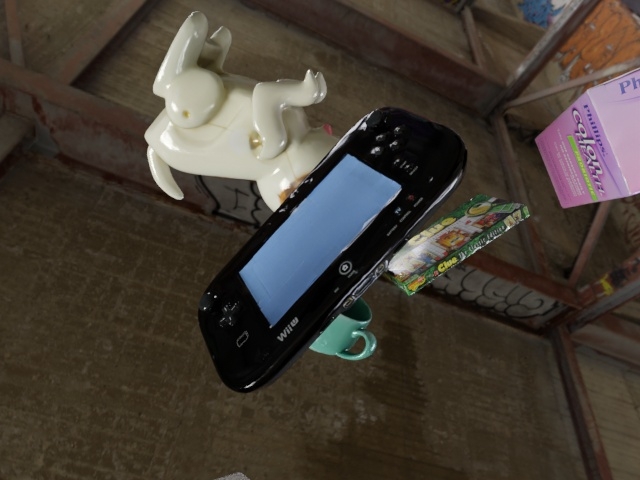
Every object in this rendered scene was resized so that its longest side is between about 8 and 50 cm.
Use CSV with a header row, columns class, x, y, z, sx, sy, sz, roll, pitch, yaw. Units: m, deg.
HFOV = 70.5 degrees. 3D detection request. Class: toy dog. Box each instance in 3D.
class,x,y,z,sx,sy,sz,roll,pitch,yaw
toy dog,-0.128,-0.195,0.928,0.408,0.395,0.284,32,-173,-8

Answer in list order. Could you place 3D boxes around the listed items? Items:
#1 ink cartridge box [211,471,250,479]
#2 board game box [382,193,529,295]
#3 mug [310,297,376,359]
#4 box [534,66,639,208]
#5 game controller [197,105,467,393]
class,x,y,z,sx,sy,sz,roll,pitch,yaw
ink cartridge box,-0.147,0.334,0.430,0.092,0.159,0.218,24,178,33
board game box,0.232,0.000,0.829,0.259,0.136,0.030,-32,-71,-8
mug,0.014,0.143,0.786,0.129,0.097,0.158,26,-162,-18
box,0.406,-0.134,0.534,0.243,0.213,0.117,1,-111,-76
game controller,0.000,0.000,0.455,0.067,0.319,0.166,41,-177,-31
